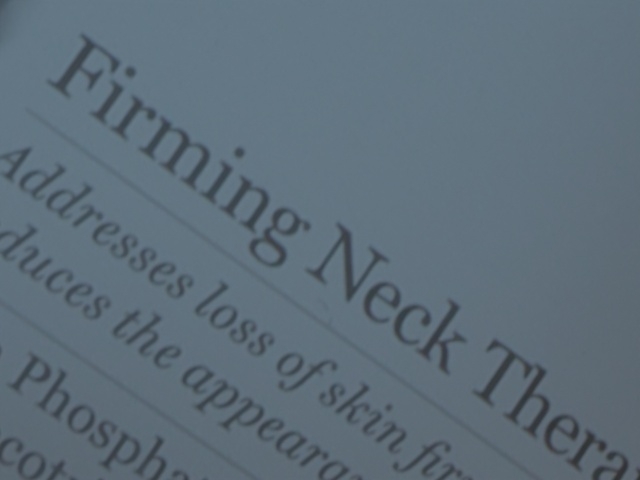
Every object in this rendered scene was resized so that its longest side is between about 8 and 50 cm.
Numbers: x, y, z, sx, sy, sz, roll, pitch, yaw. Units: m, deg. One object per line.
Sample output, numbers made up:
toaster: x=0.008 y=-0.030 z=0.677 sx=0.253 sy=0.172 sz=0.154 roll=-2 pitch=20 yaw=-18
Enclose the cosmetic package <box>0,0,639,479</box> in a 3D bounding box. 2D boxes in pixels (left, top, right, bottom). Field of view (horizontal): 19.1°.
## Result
cosmetic package: x=0.000 y=0.000 z=0.726 sx=0.329 sy=0.327 sz=0.393 roll=36 pitch=82 yaw=-14
